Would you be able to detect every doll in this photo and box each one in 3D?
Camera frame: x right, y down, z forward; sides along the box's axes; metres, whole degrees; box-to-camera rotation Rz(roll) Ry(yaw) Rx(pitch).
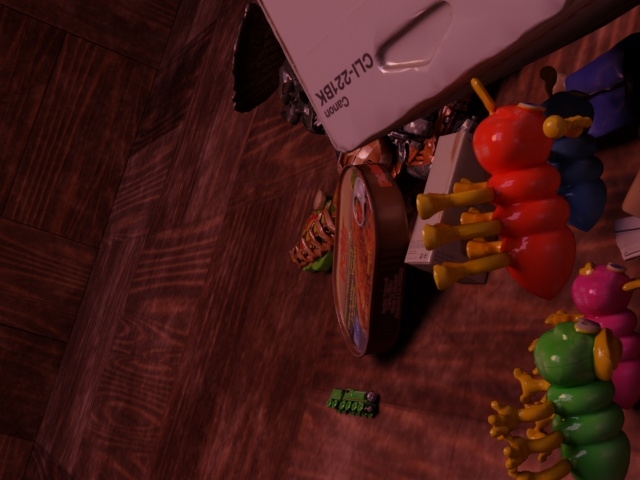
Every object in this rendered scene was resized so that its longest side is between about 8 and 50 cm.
[{"bbox_3d":[0.224,-0.118,0.631,0.189,0.046,0.129,-20,49,62],"label":"doll"}]

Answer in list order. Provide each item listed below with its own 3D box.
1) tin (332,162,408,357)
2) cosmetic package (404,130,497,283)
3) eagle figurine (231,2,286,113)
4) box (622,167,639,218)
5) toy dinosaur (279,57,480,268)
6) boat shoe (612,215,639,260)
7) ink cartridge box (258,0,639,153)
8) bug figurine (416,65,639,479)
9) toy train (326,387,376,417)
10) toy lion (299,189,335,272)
[{"bbox_3d":[0.043,0.018,0.853,0.106,0.040,0.190,-122,28,-49],"label":"tin"},{"bbox_3d":[0.117,-0.026,0.787,0.041,0.060,0.115,-4,69,64],"label":"cosmetic package"},{"bbox_3d":[-0.014,-0.270,1.092,0.298,0.225,0.226,-112,36,-50],"label":"eagle figurine"},{"bbox_3d":[0.278,-0.119,0.407,0.311,0.121,0.148,-67,22,6],"label":"box"},{"bbox_3d":[0.052,-0.110,0.913,0.322,0.164,0.218,-41,46,12],"label":"toy dinosaur"},{"bbox_3d":[0.218,-0.002,0.572,0.100,0.035,0.035,-11,88,60],"label":"boat shoe"},{"bbox_3d":[0.126,-0.171,0.520,0.272,0.114,0.197,-30,1,-35],"label":"ink cartridge box"},{"bbox_3d":[0.135,0.012,0.520,0.072,0.279,0.216,-11,97,23],"label":"bug figurine"},{"bbox_3d":[0.030,0.152,0.893,0.083,0.017,0.024,-14,48,64],"label":"toy train"},{"bbox_3d":[0.000,0.000,1.080,0.100,0.034,0.096,-102,31,-53],"label":"toy lion"}]
